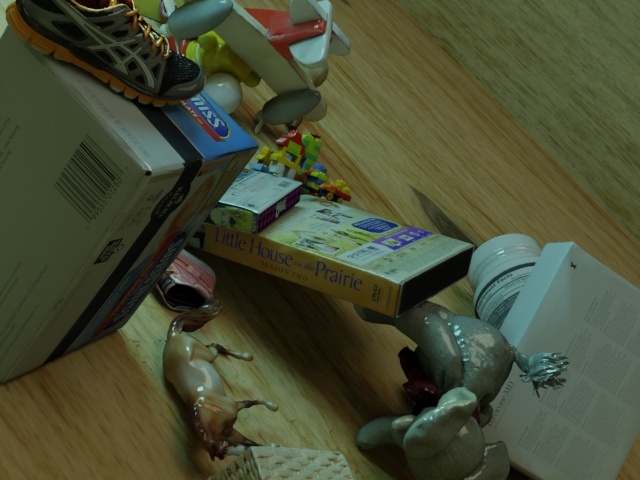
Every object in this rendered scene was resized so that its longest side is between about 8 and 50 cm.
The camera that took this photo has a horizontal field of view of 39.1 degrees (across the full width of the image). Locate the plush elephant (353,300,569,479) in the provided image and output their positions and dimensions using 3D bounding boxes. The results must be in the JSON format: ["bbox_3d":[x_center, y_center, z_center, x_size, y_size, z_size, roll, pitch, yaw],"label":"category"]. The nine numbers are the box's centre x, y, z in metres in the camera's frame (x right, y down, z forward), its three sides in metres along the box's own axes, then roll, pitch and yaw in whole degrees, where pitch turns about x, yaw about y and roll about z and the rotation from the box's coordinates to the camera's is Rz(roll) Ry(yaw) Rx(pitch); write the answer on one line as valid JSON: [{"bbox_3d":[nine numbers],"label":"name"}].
[{"bbox_3d":[0.174,0.249,1.334,0.255,0.330,0.272,-52,132,-32],"label":"plush elephant"}]

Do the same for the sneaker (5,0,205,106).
[{"bbox_3d":[-0.205,-0.207,0.920,0.215,0.083,0.084,20,31,-36],"label":"sneaker"}]

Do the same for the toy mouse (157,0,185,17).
[{"bbox_3d":[-0.322,-0.487,2.004,0.161,0.031,0.143,52,42,-16],"label":"toy mouse"}]

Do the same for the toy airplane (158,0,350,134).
[{"bbox_3d":[-0.139,-0.367,1.801,0.386,0.272,0.384,26,-13,-6],"label":"toy airplane"}]

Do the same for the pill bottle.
[{"bbox_3d":[0.431,0.163,1.818,0.210,0.210,0.363,24,30,-29],"label":"pill bottle"}]

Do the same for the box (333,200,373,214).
[{"bbox_3d":[0.115,-0.005,1.878,0.201,0.021,0.164,29,28,-20],"label":"box"}]

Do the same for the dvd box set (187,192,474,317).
[{"bbox_3d":[0.000,0.000,1.452,0.420,0.062,0.308,18,18,24],"label":"dvd box set"}]

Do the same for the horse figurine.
[{"bbox_3d":[-0.143,0.188,1.198,0.174,0.066,0.263,16,37,-50],"label":"horse figurine"}]

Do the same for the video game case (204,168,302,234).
[{"bbox_3d":[-0.159,-0.075,1.423,0.210,0.041,0.232,13,18,11],"label":"video game case"}]

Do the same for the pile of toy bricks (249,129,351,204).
[{"bbox_3d":[-0.029,-0.144,1.604,0.118,0.105,0.212,16,-6,42],"label":"pile of toy bricks"}]

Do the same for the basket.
[{"bbox_3d":[-0.039,0.318,1.086,0.167,0.103,0.113,16,36,-41],"label":"basket"}]

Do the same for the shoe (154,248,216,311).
[{"bbox_3d":[-0.229,0.040,1.311,0.178,0.063,0.081,34,22,-22],"label":"shoe"}]

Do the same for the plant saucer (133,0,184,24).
[{"bbox_3d":[-0.397,-0.632,2.114,0.333,0.081,0.332,14,36,-42],"label":"plant saucer"}]

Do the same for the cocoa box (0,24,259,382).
[{"bbox_3d":[-0.289,-0.051,1.055,0.231,0.347,0.228,46,26,10],"label":"cocoa box"}]

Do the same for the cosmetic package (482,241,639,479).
[{"bbox_3d":[0.434,0.234,1.560,0.284,0.377,0.097,34,-11,-15],"label":"cosmetic package"}]

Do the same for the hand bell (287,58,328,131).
[{"bbox_3d":[-0.055,-0.337,2.108,0.126,0.126,0.242,30,40,-20],"label":"hand bell"}]
